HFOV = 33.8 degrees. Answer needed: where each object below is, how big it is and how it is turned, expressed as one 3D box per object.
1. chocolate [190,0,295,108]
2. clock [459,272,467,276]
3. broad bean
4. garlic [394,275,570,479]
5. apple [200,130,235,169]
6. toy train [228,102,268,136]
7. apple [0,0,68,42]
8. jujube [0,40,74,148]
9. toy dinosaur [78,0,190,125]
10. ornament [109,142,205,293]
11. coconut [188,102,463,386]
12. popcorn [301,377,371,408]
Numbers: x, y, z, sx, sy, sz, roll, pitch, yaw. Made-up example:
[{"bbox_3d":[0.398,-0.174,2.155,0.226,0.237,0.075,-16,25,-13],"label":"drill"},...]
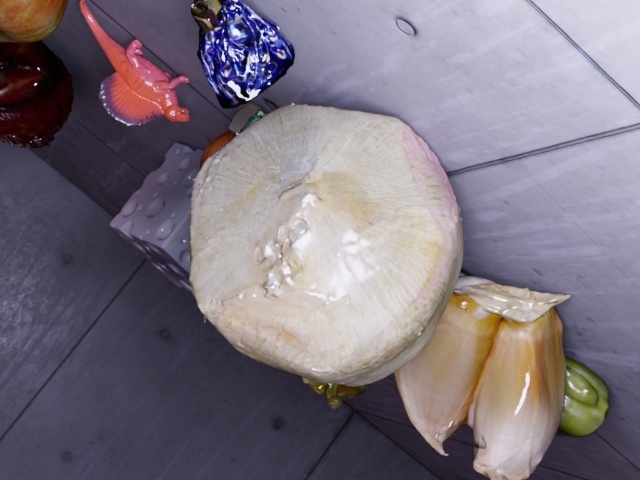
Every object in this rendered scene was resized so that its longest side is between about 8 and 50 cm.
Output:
[{"bbox_3d":[-0.154,-0.327,1.356,0.343,0.126,0.148,57,-166,-37],"label":"chocolate"},{"bbox_3d":[0.218,0.111,1.856,0.144,0.103,0.231,39,168,29],"label":"clock"},{"bbox_3d":[0.397,0.265,1.880,0.238,0.119,0.291,44,166,-26],"label":"broad bean"},{"bbox_3d":[0.264,0.206,1.670,0.286,0.313,0.249,3,-164,-11],"label":"garlic"},{"bbox_3d":[-0.130,-0.126,1.889,0.163,0.139,0.163,47,175,5],"label":"apple"},{"bbox_3d":[-0.061,-0.148,1.767,0.194,0.081,0.125,42,176,-30],"label":"toy train"},{"bbox_3d":[-0.528,-0.451,1.626,0.277,0.250,0.309,5,170,39],"label":"apple"},{"bbox_3d":[-0.682,-0.335,2.382,0.258,0.258,0.377,39,161,-6],"label":"jujube"},{"bbox_3d":[-0.359,-0.293,1.885,0.286,0.139,0.070,39,166,-5],"label":"toy dinosaur"},{"bbox_3d":[-0.254,-0.032,2.271,0.240,0.240,0.239,19,158,49],"label":"ornament"},{"bbox_3d":[0.000,0.000,1.446,0.405,0.404,0.404,35,166,10],"label":"coconut"},{"bbox_3d":[0.041,0.270,2.598,0.259,0.212,0.259,11,121,19],"label":"popcorn"}]
